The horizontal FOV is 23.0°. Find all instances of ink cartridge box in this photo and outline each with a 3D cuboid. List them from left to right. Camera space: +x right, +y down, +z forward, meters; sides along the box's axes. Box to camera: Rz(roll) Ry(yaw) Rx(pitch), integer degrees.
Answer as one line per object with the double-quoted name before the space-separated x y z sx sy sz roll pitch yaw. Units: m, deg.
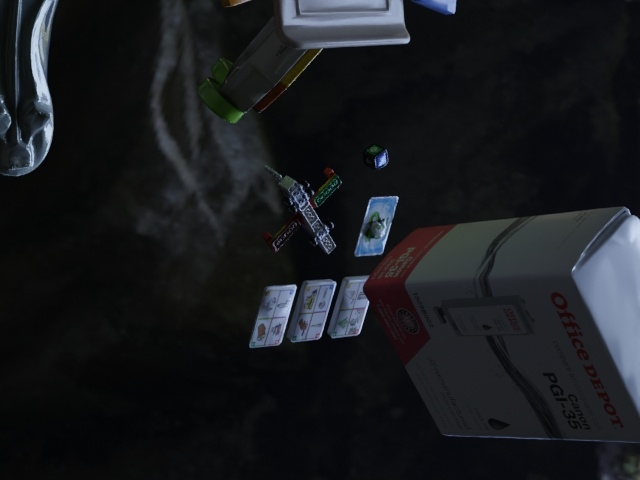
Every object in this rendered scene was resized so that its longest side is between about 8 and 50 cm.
"ink cartridge box" 0.211 0.088 1.584 0.283 0.117 0.207 -6 -61 48

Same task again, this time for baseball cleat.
"baseball cleat" -0.205 -0.147 0.992 0.109 0.072 0.206 37 -58 52

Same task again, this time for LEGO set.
"LEGO set" 0.000 0.000 1.827 0.060 0.182 0.244 33 -64 40

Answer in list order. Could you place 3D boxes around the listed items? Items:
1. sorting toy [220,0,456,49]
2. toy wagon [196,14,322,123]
"sorting toy" 0.006 -0.277 1.472 0.047 0.347 0.196 -4 -85 42
"toy wagon" -0.014 -0.259 1.734 0.267 0.068 0.344 -47 -171 14
